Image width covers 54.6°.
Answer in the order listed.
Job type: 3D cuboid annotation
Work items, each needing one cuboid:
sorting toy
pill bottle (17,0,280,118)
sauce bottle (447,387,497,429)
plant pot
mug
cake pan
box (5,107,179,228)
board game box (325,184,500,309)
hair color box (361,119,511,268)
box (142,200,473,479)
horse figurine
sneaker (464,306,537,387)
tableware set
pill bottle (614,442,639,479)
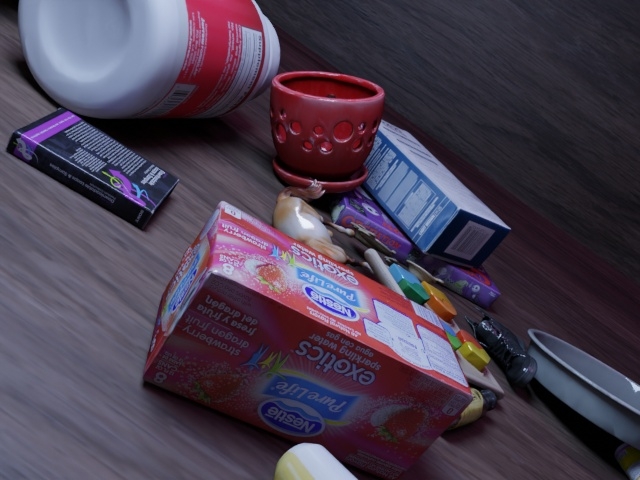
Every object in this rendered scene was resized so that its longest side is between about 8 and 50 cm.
[{"bbox_3d":[0.157,0.108,0.828,0.208,0.038,0.193,36,17,-43],"label":"sorting toy"},{"bbox_3d":[-0.218,-0.299,0.935,0.229,0.229,0.408,39,21,9],"label":"pill bottle"},{"bbox_3d":[0.171,0.195,0.733,0.128,0.042,0.042,8,34,-54],"label":"sauce bottle"},{"bbox_3d":[0.003,-0.184,1.061,0.191,0.174,0.191,7,27,-4],"label":"plant pot"},{"bbox_3d":[-0.008,0.184,0.455,0.078,0.062,0.064,23,15,-47],"label":"mug"},{"bbox_3d":[0.444,0.240,0.969,0.293,0.054,0.293,28,9,-5],"label":"cake pan"},{"bbox_3d":[-0.249,-0.084,0.703,0.162,0.029,0.116,31,22,-10],"label":"box"},{"bbox_3d":[0.165,-0.011,1.170,0.347,0.056,0.208,28,26,-20],"label":"board game box"},{"bbox_3d":[0.179,-0.104,1.180,0.174,0.105,0.347,16,28,-43],"label":"hair color box"},{"bbox_3d":[-0.011,0.092,0.555,0.257,0.122,0.128,28,21,-19],"label":"box"},{"bbox_3d":[0.000,0.000,0.860,0.174,0.066,0.263,24,25,-44],"label":"horse figurine"},{"bbox_3d":[0.276,0.161,0.964,0.089,0.051,0.170,35,16,-1],"label":"sneaker"},{"bbox_3d":[0.109,0.022,0.955,0.169,0.020,0.141,39,-4,-14],"label":"tableware set"},{"bbox_3d":[0.461,0.331,0.885,0.043,0.043,0.083,27,23,-23],"label":"pill bottle"}]
